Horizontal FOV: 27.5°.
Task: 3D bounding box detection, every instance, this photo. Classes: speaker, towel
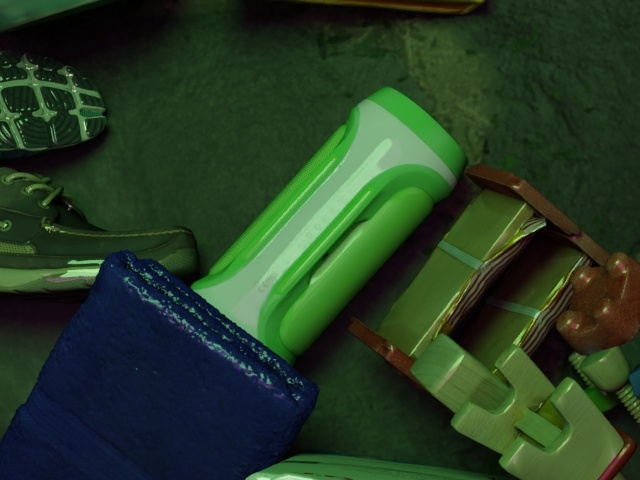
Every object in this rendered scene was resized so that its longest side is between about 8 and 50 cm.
[{"bbox_3d":[0.000,0.000,1.222,0.131,0.131,0.296,42,88,9],"label":"speaker"},{"bbox_3d":[-0.157,0.177,1.179,0.228,0.076,0.308,36,118,5],"label":"towel"}]

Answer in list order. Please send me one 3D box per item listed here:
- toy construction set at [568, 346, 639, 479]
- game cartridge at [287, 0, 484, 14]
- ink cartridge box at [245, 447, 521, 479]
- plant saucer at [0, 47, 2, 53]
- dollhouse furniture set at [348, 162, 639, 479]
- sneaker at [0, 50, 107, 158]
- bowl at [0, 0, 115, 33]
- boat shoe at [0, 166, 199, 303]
[{"bbox_3d":[0.382,0.147,1.140,0.309,0.257,0.237,-36,93,20],"label":"toy construction set"},{"bbox_3d":[0.016,-0.386,1.259,0.285,0.053,0.323,1,80,-21],"label":"game cartridge"},{"bbox_3d":[0.093,0.272,1.041,0.285,0.395,0.166,8,84,7],"label":"ink cartridge box"},{"bbox_3d":[-0.524,-0.227,1.326,0.333,0.081,0.332,-25,80,2],"label":"plant saucer"},{"bbox_3d":[0.185,0.081,1.059,0.152,0.374,0.201,39,88,-20],"label":"dollhouse furniture set"},{"bbox_3d":[-0.349,-0.113,1.281,0.275,0.110,0.107,-10,74,-16],"label":"sneaker"},{"bbox_3d":[-0.250,-0.294,1.223,0.311,0.311,0.163,-16,100,3],"label":"bowl"},{"bbox_3d":[-0.294,-0.007,1.249,0.355,0.132,0.130,-2,82,4],"label":"boat shoe"}]
